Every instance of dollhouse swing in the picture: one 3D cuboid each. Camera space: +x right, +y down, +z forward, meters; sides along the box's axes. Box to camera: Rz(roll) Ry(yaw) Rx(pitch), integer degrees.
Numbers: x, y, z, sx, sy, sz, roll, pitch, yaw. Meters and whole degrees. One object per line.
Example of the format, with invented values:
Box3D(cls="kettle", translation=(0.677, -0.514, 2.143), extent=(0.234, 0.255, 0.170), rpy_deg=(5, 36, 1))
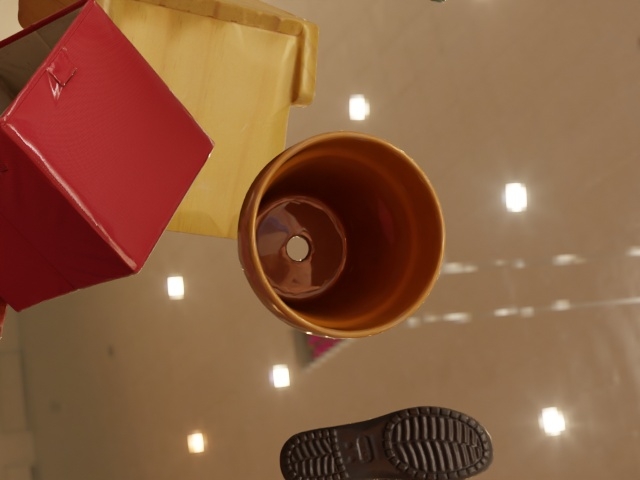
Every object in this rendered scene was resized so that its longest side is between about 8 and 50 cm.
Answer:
Box3D(cls="dollhouse swing", translation=(-0.223, -0.197, 2.225), extent=(0.315, 0.347, 0.305), rpy_deg=(31, -72, 50))

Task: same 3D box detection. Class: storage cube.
Box3D(cls="storage cube", translation=(-0.248, -0.078, 1.554), extent=(0.184, 0.193, 0.215), rpy_deg=(-18, -148, 39))

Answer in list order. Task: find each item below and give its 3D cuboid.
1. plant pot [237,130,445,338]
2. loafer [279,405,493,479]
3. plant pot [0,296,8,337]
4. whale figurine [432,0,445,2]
Box3D(cls="plant pot", translation=(0.000, 0.000, 1.715), extent=(0.188, 0.205, 0.205), rpy_deg=(167, -82, -72))
Box3D(cls="loafer", translation=(0.066, 0.219, 1.697), extent=(0.078, 0.220, 0.080), rpy_deg=(101, -14, -68))
Box3D(cls="plant pot", translation=(-0.434, -0.011, 1.762), extent=(0.267, 0.236, 0.267), rpy_deg=(121, -21, -61))
Box3D(cls="whale figurine", translation=(0.091, -0.381, 2.003), extent=(0.272, 0.141, 0.216), rpy_deg=(152, -83, -85))
